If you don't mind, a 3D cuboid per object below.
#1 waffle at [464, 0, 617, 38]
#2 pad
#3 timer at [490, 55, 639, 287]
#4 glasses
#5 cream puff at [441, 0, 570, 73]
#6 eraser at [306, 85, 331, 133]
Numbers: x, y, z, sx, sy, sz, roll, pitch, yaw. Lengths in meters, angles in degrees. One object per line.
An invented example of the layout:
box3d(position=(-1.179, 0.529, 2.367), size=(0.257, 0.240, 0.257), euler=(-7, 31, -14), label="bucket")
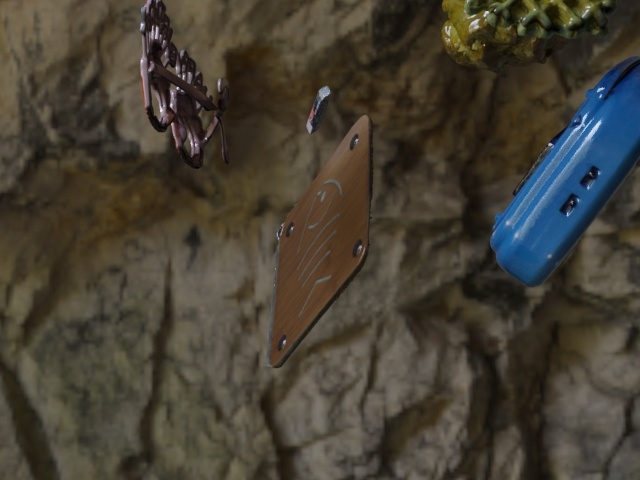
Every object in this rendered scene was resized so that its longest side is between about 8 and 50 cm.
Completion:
box3d(position=(0.305, -0.364, 1.641), size=(0.223, 0.204, 0.054), euler=(8, -18, -2), label="waffle")
box3d(position=(0.000, 0.000, 1.673), size=(0.018, 0.284, 0.286), euler=(21, -46, -18), label="pad")
box3d(position=(0.354, -0.096, 1.601), size=(0.309, 0.115, 0.340), euler=(-58, -11, 25), label="timer")
box3d(position=(-0.154, -0.197, 1.469), size=(0.095, 0.162, 0.255), euler=(-14, -24, 6), label="glasses")
box3d(position=(0.322, -0.388, 2.058), size=(0.244, 0.244, 0.196), euler=(2, -43, -11), label="cream puff")
box3d(position=(-0.004, -0.235, 2.180), size=(0.019, 0.027, 0.099), euler=(-1, -42, -22), label="eraser")
